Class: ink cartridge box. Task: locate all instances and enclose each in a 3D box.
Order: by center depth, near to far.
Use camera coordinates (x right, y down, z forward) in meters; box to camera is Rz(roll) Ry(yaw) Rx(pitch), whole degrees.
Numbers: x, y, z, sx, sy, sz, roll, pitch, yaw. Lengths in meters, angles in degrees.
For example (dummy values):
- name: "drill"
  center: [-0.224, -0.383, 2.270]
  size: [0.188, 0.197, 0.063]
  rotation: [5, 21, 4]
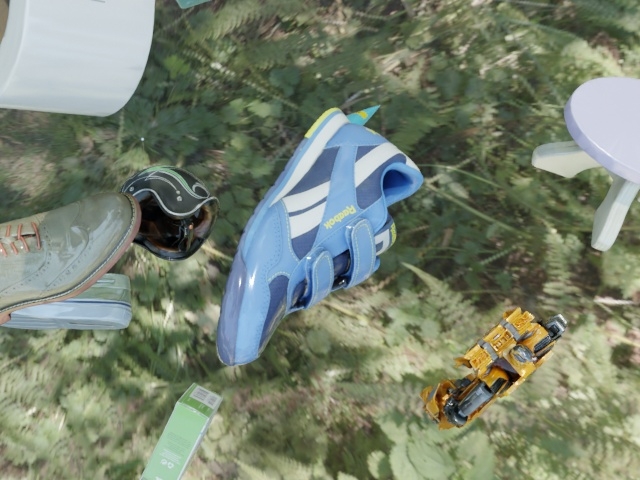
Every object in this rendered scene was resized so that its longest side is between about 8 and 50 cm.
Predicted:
- name: "ink cartridge box"
  center: [-0.247, 0.359, 1.676]
  size: [0.062, 0.109, 0.209]
  rotation: [27, 102, 3]

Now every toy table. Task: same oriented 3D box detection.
- name: "toy table"
  center: [0.474, -0.123, 1.481]
  size: [0.274, 0.161, 0.252]
  rotation: [28, 60, 0]

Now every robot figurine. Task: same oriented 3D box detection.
- name: "robot figurine"
  center: [0.230, 0.179, 1.347]
  size: [0.211, 0.291, 0.085]
  rotation: [-39, 78, -17]

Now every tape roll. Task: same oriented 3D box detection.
- name: "tape roll"
  center: [-0.344, -0.285, 1.238]
  size: [0.169, 0.246, 0.246]
  rotation: [0, 97, -41]

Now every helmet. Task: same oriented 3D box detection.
- name: "helmet"
  center: [-0.283, -0.057, 1.755]
  size: [0.161, 0.169, 0.169]
  rotation: [28, 90, 16]

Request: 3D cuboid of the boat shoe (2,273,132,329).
- name: "boat shoe"
  center: [-0.480, 0.101, 1.715]
  size: [0.302, 0.109, 0.094]
  rotation: [4, 69, -6]

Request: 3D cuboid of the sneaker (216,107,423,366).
- name: "sneaker"
  center: [0.000, 0.000, 0.444]
  size: [0.059, 0.053, 0.144]
  rotation: [27, 58, 7]

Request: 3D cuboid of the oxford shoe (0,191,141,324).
- name: "oxford shoe"
  center: [-0.417, 0.024, 1.370]
  size: [0.348, 0.130, 0.123]
  rotation: [-30, 60, 6]

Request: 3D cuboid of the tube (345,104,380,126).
- name: "tube"
  center: [0.032, -0.185, 1.664]
  size: [0.080, 0.207, 0.052]
  rotation: [-9, 111, 31]

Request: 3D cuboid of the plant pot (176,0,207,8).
- name: "plant pot"
  center: [-0.200, -0.481, 1.451]
  size: [0.165, 0.166, 0.234]
  rotation: [-17, 84, 1]
